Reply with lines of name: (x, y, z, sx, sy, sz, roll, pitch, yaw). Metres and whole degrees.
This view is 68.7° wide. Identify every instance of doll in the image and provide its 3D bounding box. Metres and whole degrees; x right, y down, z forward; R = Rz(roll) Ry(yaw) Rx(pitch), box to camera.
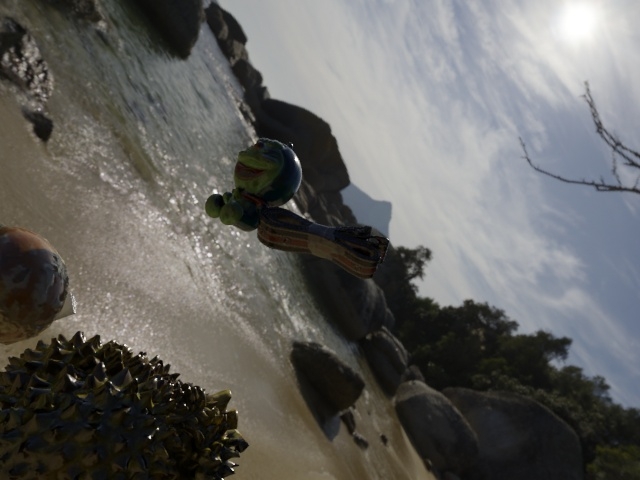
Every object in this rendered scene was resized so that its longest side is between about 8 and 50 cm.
doll: (-0.177, -0.159, 1.350, 0.198, 0.322, 0.186, 29, -12, 41)

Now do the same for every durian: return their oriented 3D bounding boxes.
durian: (-0.245, 0.241, 0.525, 0.293, 0.258, 0.258, 26, 18, -21)

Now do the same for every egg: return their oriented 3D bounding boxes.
egg: (-0.589, 0.080, 0.891, 0.195, 0.195, 0.233, 46, 24, -78)

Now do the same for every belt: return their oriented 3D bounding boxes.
belt: (0.000, 0.000, 1.260, 0.094, 0.359, 0.126, 98, 8, -47)

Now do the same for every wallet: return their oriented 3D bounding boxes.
wallet: (-0.584, 0.153, 0.988, 0.025, 0.122, 0.061, 89, -25, -44)

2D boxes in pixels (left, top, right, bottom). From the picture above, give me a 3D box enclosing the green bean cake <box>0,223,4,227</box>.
green bean cake: (-0.926, 0.014, 1.151, 0.255, 0.241, 0.132, 38, 2, 8)
